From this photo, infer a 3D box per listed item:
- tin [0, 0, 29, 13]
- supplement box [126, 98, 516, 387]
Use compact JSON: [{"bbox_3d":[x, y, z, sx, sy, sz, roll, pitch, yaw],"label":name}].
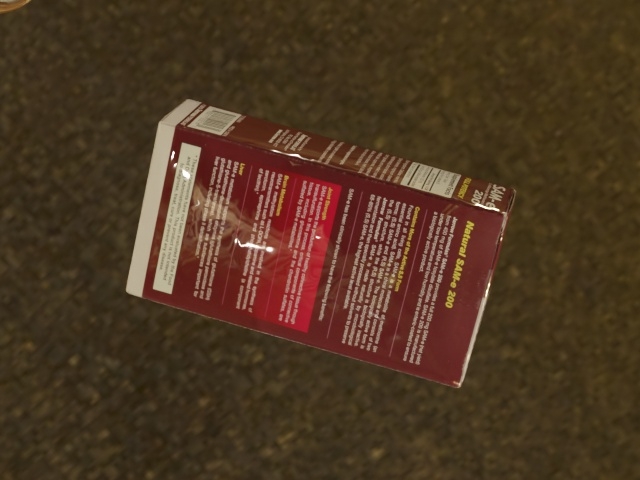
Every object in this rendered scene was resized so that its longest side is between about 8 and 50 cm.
[{"bbox_3d":[-0.204,-0.226,1.155,0.190,0.040,0.106,-49,122,-40],"label":"tin"},{"bbox_3d":[0.000,0.000,1.156,0.239,0.130,0.073,16,20,7],"label":"supplement box"}]
